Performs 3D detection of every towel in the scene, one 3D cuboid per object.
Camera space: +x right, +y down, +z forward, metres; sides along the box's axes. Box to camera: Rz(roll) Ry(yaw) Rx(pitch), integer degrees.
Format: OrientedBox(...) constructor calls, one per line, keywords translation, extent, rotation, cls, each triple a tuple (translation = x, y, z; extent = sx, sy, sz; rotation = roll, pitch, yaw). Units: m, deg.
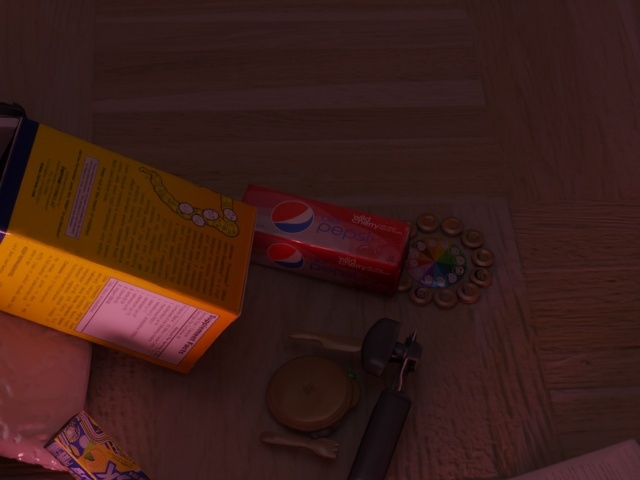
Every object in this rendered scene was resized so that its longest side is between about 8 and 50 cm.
OrientedBox(translation=(-0.476, 0.138, 1.912), extent=(0.332, 0.053, 0.317), rotation=(18, 47, -20), cls="towel")

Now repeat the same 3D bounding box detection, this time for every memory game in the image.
OrientedBox(translation=(0.180, 0.030, 2.178), extent=(0.186, 0.012, 0.186), rotation=(2, 52, -3), cls="memory game")

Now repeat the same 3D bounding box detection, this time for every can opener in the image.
OrientedBox(translation=(0.074, 0.235, 1.964), extent=(0.095, 0.076, 0.283), rotation=(22, 54, 3), cls="can opener")

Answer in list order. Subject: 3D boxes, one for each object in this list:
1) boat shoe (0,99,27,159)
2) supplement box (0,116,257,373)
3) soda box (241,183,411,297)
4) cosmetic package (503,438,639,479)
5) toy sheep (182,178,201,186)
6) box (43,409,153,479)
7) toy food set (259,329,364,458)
OrientedBox(translation=(-0.614, -0.180, 2.212), extent=(0.306, 0.113, 0.105), rotation=(-7, 46, -14), cls="boat shoe")
OrientedBox(translation=(-0.295, 0.013, 1.946), extent=(0.357, 0.194, 0.195), rotation=(21, 52, -18), cls="supplement box")
OrientedBox(translation=(0.000, 0.000, 2.133), extent=(0.263, 0.083, 0.092), rotation=(13, 52, 10), cls="soda box")
OrientedBox(translation=(0.327, 0.354, 1.870), extent=(0.231, 0.117, 0.085), rotation=(-17, 54, -16), cls="cosmetic package")
OrientedBox(translation=(-0.212, -0.053, 2.164), extent=(0.091, 0.091, 0.132), rotation=(-15, 49, -16), cls="toy sheep")
OrientedBox(translation=(-0.280, 0.306, 1.848), extent=(0.169, 0.054, 0.059), rotation=(47, 58, -7), cls="box")
OrientedBox(translation=(-0.011, 0.222, 2.001), extent=(0.132, 0.038, 0.192), rotation=(9, 57, 11), cls="toy food set")
